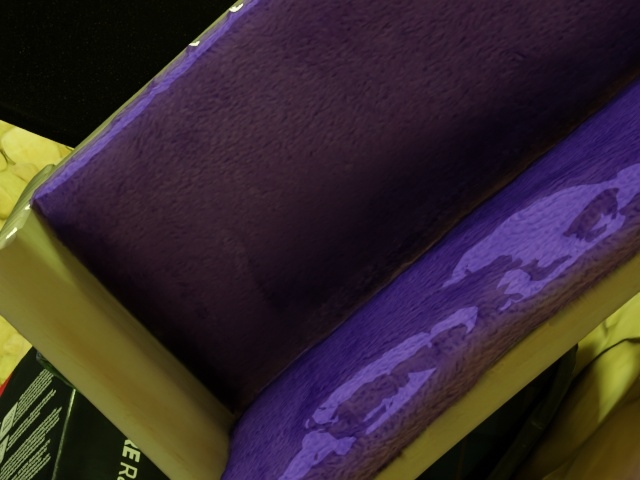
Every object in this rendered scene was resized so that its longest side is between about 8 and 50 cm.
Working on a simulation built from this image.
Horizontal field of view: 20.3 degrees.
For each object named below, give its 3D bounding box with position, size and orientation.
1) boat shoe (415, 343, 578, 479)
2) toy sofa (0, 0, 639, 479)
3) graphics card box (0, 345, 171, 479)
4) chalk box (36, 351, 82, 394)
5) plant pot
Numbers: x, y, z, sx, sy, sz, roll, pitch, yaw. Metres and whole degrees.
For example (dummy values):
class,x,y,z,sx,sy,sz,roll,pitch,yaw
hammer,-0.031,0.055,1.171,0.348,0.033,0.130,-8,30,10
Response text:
class,x,y,z,sx,sy,sz,roll,pitch,yaw
boat shoe,0.024,0.108,0.715,0.228,0.080,0.076,-47,7,5
toy sofa,0.054,-0.058,0.637,0.362,0.150,0.177,-41,14,11
graphics card box,-0.173,0.217,1.084,0.233,0.094,0.371,-48,23,37
chalk box,0.000,0.000,0.911,0.180,0.179,0.289,-53,8,12
plant pot,-0.110,-0.143,0.923,0.187,0.167,0.188,-52,6,13
